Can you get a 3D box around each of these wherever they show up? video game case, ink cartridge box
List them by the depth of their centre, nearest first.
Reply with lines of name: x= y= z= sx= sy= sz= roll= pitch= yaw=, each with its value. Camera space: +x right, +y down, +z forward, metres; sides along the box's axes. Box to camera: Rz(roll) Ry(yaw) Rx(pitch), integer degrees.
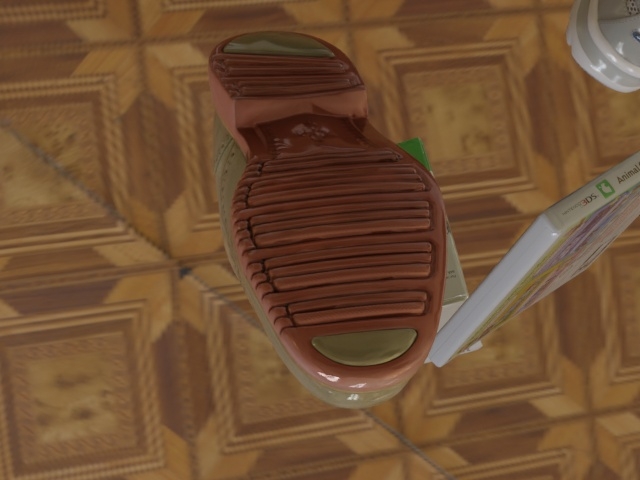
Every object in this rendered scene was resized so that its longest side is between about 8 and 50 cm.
video game case: x=0.190 y=0.002 z=1.181 sx=0.193 sy=0.212 sz=0.023 roll=-30 pitch=74 yaw=-35
ink cartridge box: x=0.109 y=0.016 z=1.716 sx=0.087 sy=0.153 sz=0.208 roll=-16 pitch=61 yaw=4

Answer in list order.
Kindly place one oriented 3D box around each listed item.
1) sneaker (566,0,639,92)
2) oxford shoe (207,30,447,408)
sneaker: x=0.264 y=-0.232 z=1.053 sx=0.105 sy=0.115 sz=0.281 roll=27 pitch=65 yaw=-21
oxford shoe: x=0.000 y=0.000 z=1.069 sx=0.140 sy=0.397 sz=0.146 roll=-1 pitch=125 yaw=-8
